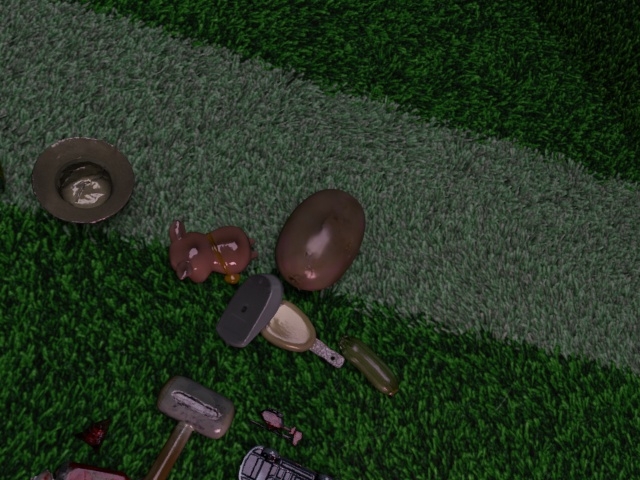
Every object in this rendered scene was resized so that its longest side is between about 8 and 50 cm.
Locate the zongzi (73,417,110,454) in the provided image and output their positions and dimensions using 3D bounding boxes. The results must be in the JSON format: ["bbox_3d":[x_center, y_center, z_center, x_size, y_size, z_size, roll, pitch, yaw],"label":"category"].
[{"bbox_3d":[-0.554,0.491,1.583,0.083,0.067,0.073,-31,93,-4],"label":"zongzi"}]

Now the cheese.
[{"bbox_3d":[-0.041,0.276,1.792,0.252,0.054,0.127,34,69,-2],"label":"cheese"}]

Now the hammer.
[{"bbox_3d":[-0.355,0.500,1.584,0.202,0.113,0.305,27,61,-1],"label":"hammer"}]

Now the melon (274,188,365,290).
[{"bbox_3d":[0.000,0.000,1.813,0.223,0.223,0.316,32,67,-2],"label":"melon"}]

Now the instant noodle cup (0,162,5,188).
[{"bbox_3d":[-0.971,-0.195,1.648,0.233,0.207,0.206,-20,77,-12],"label":"instant noodle cup"}]

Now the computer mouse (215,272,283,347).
[{"bbox_3d":[-0.188,0.191,1.757,0.128,0.079,0.230,26,75,37],"label":"computer mouse"}]

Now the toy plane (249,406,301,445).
[{"bbox_3d":[-0.113,0.490,1.703,0.145,0.037,0.060,29,70,-2],"label":"toy plane"}]

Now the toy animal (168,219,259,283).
[{"bbox_3d":[-0.293,0.037,1.767,0.248,0.149,0.165,-7,57,-29],"label":"toy animal"}]

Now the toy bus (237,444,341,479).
[{"bbox_3d":[-0.085,0.616,1.618,0.265,0.120,0.121,27,66,-5],"label":"toy bus"}]

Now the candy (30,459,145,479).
[{"bbox_3d":[-0.542,0.585,1.539,0.293,0.059,0.086,13,71,-10],"label":"candy"}]

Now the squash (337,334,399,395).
[{"bbox_3d":[0.136,0.347,1.803,0.219,0.068,0.077,42,45,1],"label":"squash"}]

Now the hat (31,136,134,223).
[{"bbox_3d":[-0.639,-0.143,1.738,0.258,0.130,0.257,5,69,-14],"label":"hat"}]
